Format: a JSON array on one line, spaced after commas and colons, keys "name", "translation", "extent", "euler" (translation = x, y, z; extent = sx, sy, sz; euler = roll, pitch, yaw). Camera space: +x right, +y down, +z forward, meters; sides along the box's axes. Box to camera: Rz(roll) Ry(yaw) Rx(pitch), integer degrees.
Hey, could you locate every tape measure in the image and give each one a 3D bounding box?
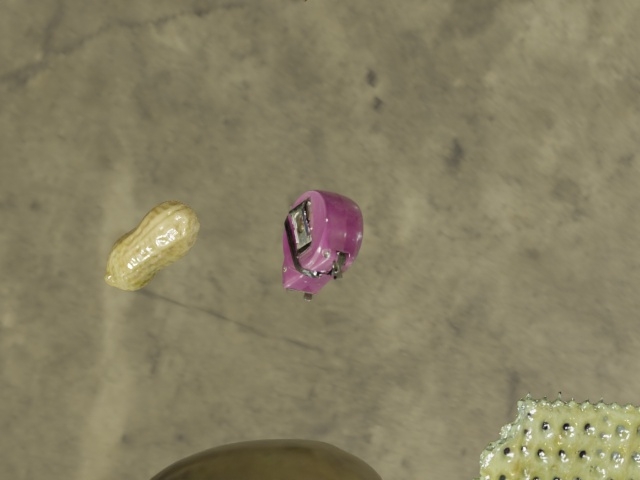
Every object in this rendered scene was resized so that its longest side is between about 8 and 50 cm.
[{"name": "tape measure", "translation": [0.000, 0.000, 2.004], "extent": [0.118, 0.074, 0.125], "euler": [-38, 49, 48]}]

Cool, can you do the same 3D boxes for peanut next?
[{"name": "peanut", "translation": [-0.146, 0.007, 1.375], "extent": [0.113, 0.054, 0.054], "euler": [-38, 61, 31]}]

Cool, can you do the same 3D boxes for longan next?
[{"name": "longan", "translation": [-0.080, 0.358, 1.775], "extent": [0.350, 0.288, 0.288], "euler": [-24, 66, 6]}]

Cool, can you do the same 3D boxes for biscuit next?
[{"name": "biscuit", "translation": [0.244, 0.216, 1.535], "extent": [0.203, 0.016, 0.144], "euler": [5, 104, -10]}]
